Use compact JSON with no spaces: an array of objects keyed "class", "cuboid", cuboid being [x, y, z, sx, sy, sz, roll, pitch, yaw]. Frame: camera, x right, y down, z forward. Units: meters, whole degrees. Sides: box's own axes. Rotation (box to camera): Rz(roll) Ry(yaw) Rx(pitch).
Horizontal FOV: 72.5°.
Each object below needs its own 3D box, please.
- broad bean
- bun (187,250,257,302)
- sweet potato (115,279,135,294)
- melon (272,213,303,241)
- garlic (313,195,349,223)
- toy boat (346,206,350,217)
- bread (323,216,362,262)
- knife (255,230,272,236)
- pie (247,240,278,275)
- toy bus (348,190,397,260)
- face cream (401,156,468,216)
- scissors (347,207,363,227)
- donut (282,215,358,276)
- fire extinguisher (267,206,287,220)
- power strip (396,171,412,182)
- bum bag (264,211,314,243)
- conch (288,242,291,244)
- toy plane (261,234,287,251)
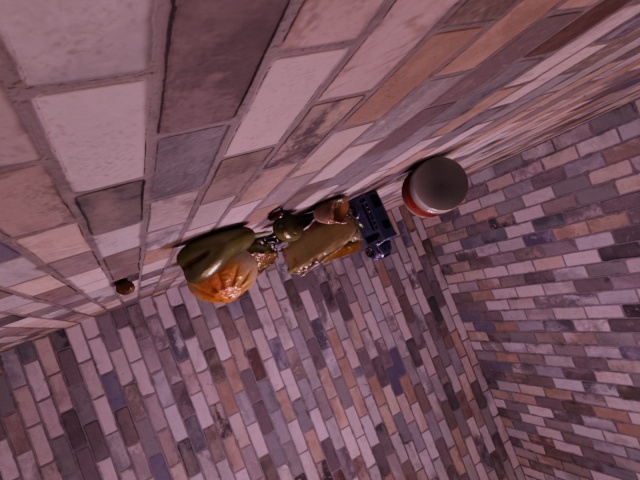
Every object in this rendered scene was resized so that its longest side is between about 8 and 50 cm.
[{"class":"broad bean","cuboid":[-0.316,0.023,1.350,0.189,0.121,0.263,-31,-174,48]},{"class":"bun","cuboid":[-0.396,0.168,1.802,0.299,0.164,0.298,-17,148,-11]},{"class":"sweet potato","cuboid":[-0.739,0.178,1.639,0.068,0.059,0.206,22,157,-26]},{"class":"melon","cuboid":[-0.114,-0.044,1.520,0.099,0.099,0.162,-22,176,16]},{"class":"garlic","cuboid":[0.053,-0.110,1.642,0.124,0.098,0.175,-6,-173,34]},{"class":"toy boat","cuboid":[0.002,-0.051,2.059,0.136,0.079,0.392,-19,164,-48]},{"class":"bread","cuboid":[0.098,-0.029,2.284,0.251,0.224,0.279,-19,174,-17]},{"class":"knife","cuboid":[-0.249,-0.026,1.809,0.030,0.014,0.207,-24,178,20]},{"class":"pie","cuboid":[-0.372,0.117,2.023,0.355,0.102,0.288,-18,156,-27]},{"class":"toy bus","cuboid":[0.239,-0.064,1.907,0.126,0.291,0.133,-19,174,-46]},{"class":"face cream","cuboid":[0.418,-0.192,1.620,0.201,0.200,0.187,-21,178,-6]},{"class":"scissors","cuboid":[0.119,-0.120,1.807,0.020,0.133,0.187,-44,159,3]},{"class":"donut","cuboid":[0.004,-0.002,1.808,0.307,0.150,0.371,-35,-179,17]},{"class":"fire extinguisher","cuboid":[-0.124,-0.083,1.347,0.046,0.032,0.100,-7,177,-32]},{"class":"power strip","cuboid":[0.345,-0.257,1.761,0.040,0.016,0.090,-20,178,-29]},{"class":"bum bag","cuboid":[-0.107,-0.056,1.713,0.248,0.069,0.102,-33,166,-13]},{"class":"conch","cuboid":[-0.115,0.001,2.639,0.154,0.102,0.135,15,176,-20]},{"class":"toy plane","cuboid":[-0.177,-0.006,2.138,0.247,0.078,0.169,-24,150,-9]}]
